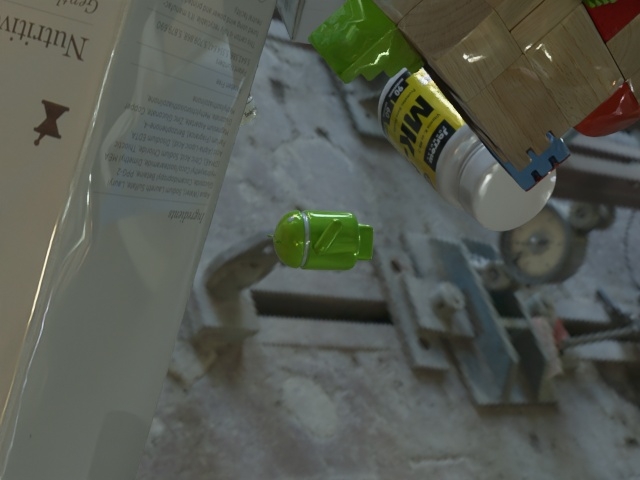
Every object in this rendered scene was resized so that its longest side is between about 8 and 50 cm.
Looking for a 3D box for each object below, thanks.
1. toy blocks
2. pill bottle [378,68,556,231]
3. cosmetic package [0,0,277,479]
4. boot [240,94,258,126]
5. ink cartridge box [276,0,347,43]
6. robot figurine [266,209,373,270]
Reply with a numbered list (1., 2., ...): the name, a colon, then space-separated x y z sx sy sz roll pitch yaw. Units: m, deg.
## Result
1. toy blocks: 0.216 -0.177 0.782 0.261 0.381 0.190 40 11 -50
2. pill bottle: 0.156 -0.105 1.204 0.119 0.119 0.208 20 21 -36
3. cosmetic package: -0.186 -0.009 0.594 0.217 0.385 0.156 17 3 20
4. boot: -0.211 -0.208 1.414 0.088 0.244 0.176 -49 121 -53
5. ink cartridge box: 0.021 -0.246 1.020 0.127 0.072 0.175 3 38 -18
6. robot figurine: 0.000 0.000 1.245 0.115 0.101 0.067 2 96 -15
